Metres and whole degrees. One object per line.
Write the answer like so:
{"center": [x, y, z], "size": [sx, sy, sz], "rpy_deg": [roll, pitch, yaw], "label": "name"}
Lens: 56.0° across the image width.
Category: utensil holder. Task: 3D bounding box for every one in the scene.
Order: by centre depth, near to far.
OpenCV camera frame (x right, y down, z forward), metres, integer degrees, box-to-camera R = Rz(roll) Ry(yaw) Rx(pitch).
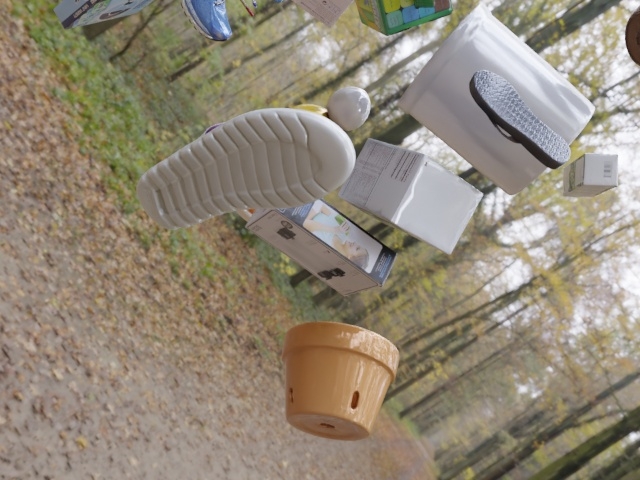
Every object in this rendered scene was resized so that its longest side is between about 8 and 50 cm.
{"center": [0.450, -0.354, 1.556], "size": [0.385, 0.328, 0.327], "rpy_deg": [41, -2, 3], "label": "utensil holder"}

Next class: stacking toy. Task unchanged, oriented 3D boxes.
{"center": [-0.049, -0.271, 1.745], "size": [0.350, 0.479, 0.351], "rpy_deg": [38, 34, -32], "label": "stacking toy"}

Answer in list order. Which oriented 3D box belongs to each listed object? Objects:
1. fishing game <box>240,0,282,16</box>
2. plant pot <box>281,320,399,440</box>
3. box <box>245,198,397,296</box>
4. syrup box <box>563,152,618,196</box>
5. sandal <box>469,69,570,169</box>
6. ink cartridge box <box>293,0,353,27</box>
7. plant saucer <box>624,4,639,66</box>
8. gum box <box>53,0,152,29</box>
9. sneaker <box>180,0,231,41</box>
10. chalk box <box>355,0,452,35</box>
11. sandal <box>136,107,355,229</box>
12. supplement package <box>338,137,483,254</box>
{"center": [-0.063, -0.576, 1.271], "size": [0.041, 0.264, 0.189], "rpy_deg": [66, 10, 10], "label": "fishing game"}
{"center": [0.033, 0.350, 1.445], "size": [0.291, 0.290, 0.204], "rpy_deg": [59, 36, -49], "label": "plant pot"}
{"center": [0.000, 0.000, 1.301], "size": [0.290, 0.087, 0.169], "rpy_deg": [36, -26, -14], "label": "box"}
{"center": [0.799, -0.190, 1.792], "size": [0.237, 0.096, 0.093], "rpy_deg": [24, 70, -80], "label": "syrup box"}
{"center": [0.386, -0.233, 1.205], "size": [0.254, 0.097, 0.054], "rpy_deg": [46, -32, -1], "label": "sandal"}
{"center": [0.047, -0.923, 1.951], "size": [0.270, 0.151, 0.395], "rpy_deg": [31, -31, -18], "label": "ink cartridge box"}
{"center": [0.788, -0.490, 1.454], "size": [0.168, 0.029, 0.169], "rpy_deg": [165, -90, -86], "label": "plant saucer"}
{"center": [-0.344, -0.434, 1.048], "size": [0.041, 0.156, 0.184], "rpy_deg": [63, 37, -15], "label": "gum box"}
{"center": [-0.282, -0.672, 1.523], "size": [0.130, 0.147, 0.330], "rpy_deg": [-65, 146, -56], "label": "sneaker"}
{"center": [0.194, -0.614, 1.446], "size": [0.289, 0.179, 0.180], "rpy_deg": [-114, -175, -61], "label": "chalk box"}
{"center": [-0.136, -0.132, 1.013], "size": [0.169, 0.416, 0.102], "rpy_deg": [66, 28, -27], "label": "sandal"}
{"center": [0.187, -0.096, 1.279], "size": [0.194, 0.149, 0.203], "rpy_deg": [26, 3, -34], "label": "supplement package"}
